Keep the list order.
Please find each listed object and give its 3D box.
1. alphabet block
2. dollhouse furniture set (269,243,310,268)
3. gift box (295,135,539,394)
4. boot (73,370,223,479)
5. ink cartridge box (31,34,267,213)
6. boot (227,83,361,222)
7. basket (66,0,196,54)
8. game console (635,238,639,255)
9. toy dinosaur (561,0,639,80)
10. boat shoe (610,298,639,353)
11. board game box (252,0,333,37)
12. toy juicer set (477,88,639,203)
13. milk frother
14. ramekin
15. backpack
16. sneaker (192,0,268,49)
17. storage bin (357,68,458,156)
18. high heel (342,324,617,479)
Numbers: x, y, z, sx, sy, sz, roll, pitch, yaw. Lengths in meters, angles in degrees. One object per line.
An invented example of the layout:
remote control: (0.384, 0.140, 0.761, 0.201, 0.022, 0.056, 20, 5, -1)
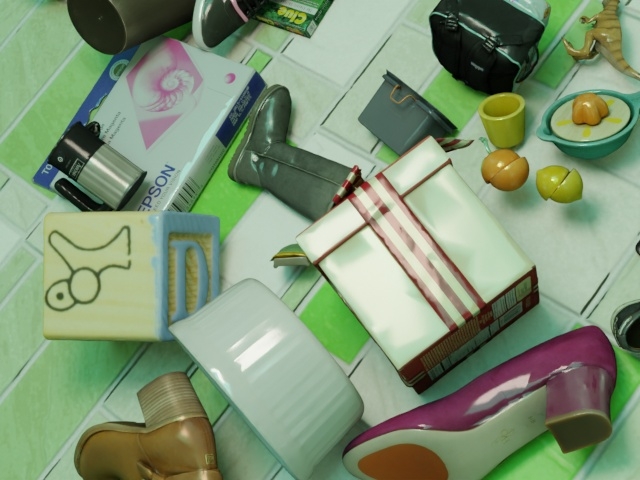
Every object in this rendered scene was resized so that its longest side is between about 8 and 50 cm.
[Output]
alphabet block: (-0.277, 0.053, 1.760, 0.197, 0.193, 0.192, 0, 87, 21)
dollhouse furniture set: (0.000, 0.000, 1.765, 0.152, 0.076, 0.058, -4, 107, 12)
gift box: (0.144, 0.020, 1.603, 0.276, 0.255, 0.258, -37, 71, -5)
boot: (-0.230, 0.339, 1.641, 0.283, 0.109, 0.220, -39, 59, 31)
ink cartridge box: (-0.305, -0.191, 1.997, 0.330, 0.071, 0.324, 23, 76, 28)
boot: (-0.027, -0.134, 1.852, 0.208, 0.076, 0.189, 21, 88, 36)
basket: (-0.299, -0.417, 1.985, 0.154, 0.204, 0.227, -15, 26, 48)
game console: (0.506, -0.013, 1.573, 0.085, 0.124, 0.144, -34, 54, -29)
toy dinosaur: (0.418, -0.291, 1.740, 0.112, 0.064, 0.211, -20, 50, 22)
boat shoe: (0.488, 0.085, 1.520, 0.233, 0.079, 0.084, -23, 89, 11)
board game box: (-0.091, -0.444, 2.059, 0.260, 0.030, 0.136, 25, 74, 30)
toy juicer set: (0.373, -0.143, 1.649, 0.329, 0.089, 0.209, -2, 41, 20)
milk frother: (-0.343, -0.123, 1.890, 0.135, 0.129, 0.143, 37, 51, -2)
ramekin: (-0.066, 0.181, 1.601, 0.135, 0.277, 0.277, -40, 57, -10)
backpack: (0.249, -0.301, 1.757, 0.166, 0.188, 0.144, 30, 72, 13)
sneaker: (-0.088, -0.427, 1.969, 0.147, 0.104, 0.295, 24, 71, 35)
storage bin: (0.124, -0.184, 1.810, 0.091, 0.098, 0.135, -50, 57, 5)
high heel: (0.212, 0.223, 1.585, 0.377, 0.127, 0.181, -13, 32, 20)
